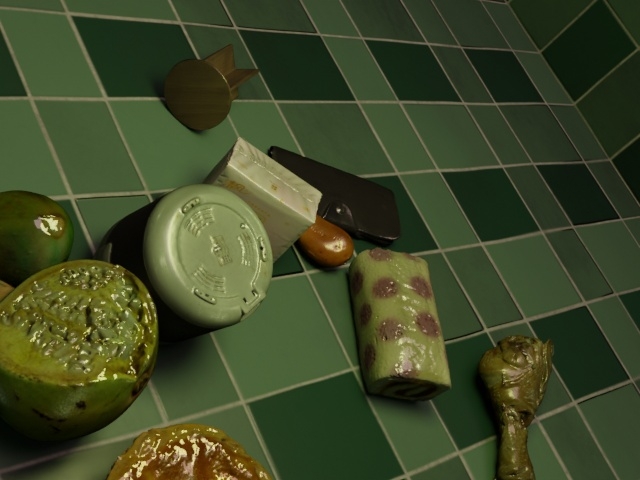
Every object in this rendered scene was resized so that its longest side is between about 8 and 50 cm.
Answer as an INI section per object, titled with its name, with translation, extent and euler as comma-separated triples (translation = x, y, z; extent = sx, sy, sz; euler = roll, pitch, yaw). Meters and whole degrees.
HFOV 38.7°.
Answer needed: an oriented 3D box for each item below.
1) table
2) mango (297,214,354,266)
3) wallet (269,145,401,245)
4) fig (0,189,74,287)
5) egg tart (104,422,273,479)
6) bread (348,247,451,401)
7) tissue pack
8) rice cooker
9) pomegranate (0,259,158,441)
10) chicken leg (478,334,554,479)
[table]
translation = -0.248, -0.378, 2.175
extent = 0.167, 0.167, 0.226
euler = 43, 31, -4
[mango]
translation = 0.000, 0.003, 2.120
extent = 0.159, 0.084, 0.105
euler = 32, 54, 14
[wallet]
translation = 0.033, -0.109, 2.261
extent = 0.378, 0.051, 0.197
euler = 19, 46, -27
[fig]
translation = -0.523, -0.007, 1.601
extent = 0.181, 0.191, 0.181
euler = 26, 56, -47
[egg tart]
translation = -0.213, 0.465, 1.493
extent = 0.352, 0.153, 0.339
euler = -15, 68, -46
[bread]
translation = 0.178, 0.188, 2.057
extent = 0.187, 0.155, 0.338
euler = 15, 49, -26
[tissue pack]
translation = -0.143, -0.080, 1.980
extent = 0.225, 0.185, 0.124
euler = 34, 38, -16
[rice cooker]
translation = -0.256, 0.049, 1.706
extent = 0.288, 0.277, 0.288
euler = 14, 67, -36
[pomegranate]
translation = -0.441, 0.182, 1.505
extent = 0.359, 0.216, 0.309
euler = 19, 45, 15
[chicken leg]
translation = 0.459, 0.405, 2.138
extent = 0.201, 0.153, 0.429
euler = 32, 49, -28
